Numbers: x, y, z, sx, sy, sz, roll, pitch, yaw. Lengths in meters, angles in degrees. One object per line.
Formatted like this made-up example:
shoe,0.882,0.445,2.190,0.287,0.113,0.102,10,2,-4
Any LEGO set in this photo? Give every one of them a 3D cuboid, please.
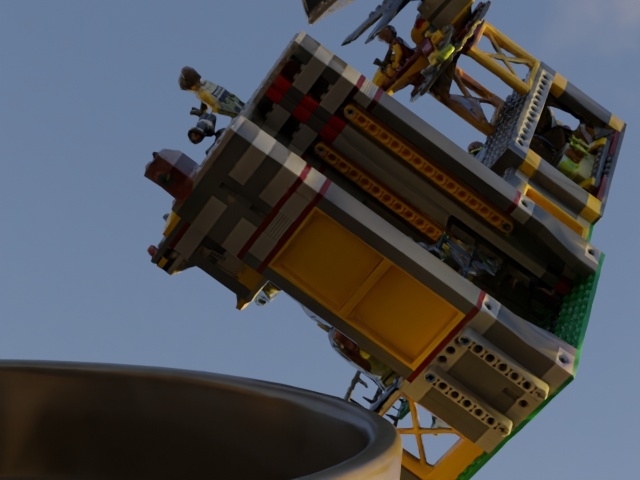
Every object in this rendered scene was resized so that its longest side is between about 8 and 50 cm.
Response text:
LEGO set,0.000,0.000,0.740,0.192,0.331,0.255,36,-48,-5

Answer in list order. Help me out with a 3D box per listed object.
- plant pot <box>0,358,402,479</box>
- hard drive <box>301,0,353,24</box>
plant pot,-0.140,0.194,0.527,0.323,0.323,0.280,3,-88,14
hard drive,0.100,-0.283,1.363,0.054,0.254,0.172,55,-35,0
